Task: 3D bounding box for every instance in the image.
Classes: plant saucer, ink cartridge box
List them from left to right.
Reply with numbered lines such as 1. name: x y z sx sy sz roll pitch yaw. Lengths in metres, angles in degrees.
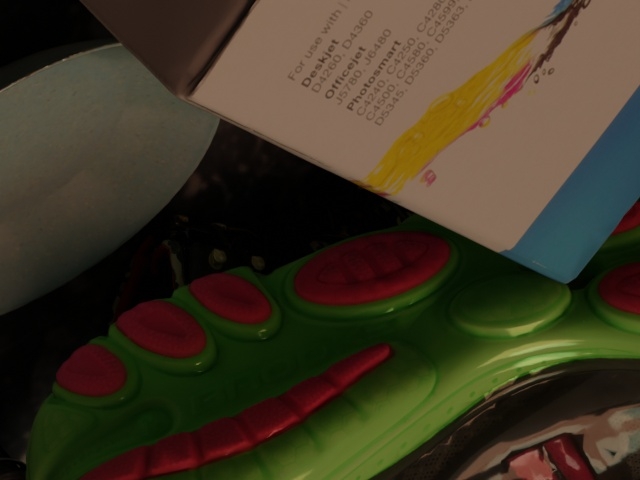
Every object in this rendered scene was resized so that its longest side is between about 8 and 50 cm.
1. plant saucer: -0.133 -0.033 0.673 0.195 0.037 0.195 -34 161 -13
2. ink cartridge box: 0.035 -0.140 0.627 0.270 0.198 0.197 22 108 -49

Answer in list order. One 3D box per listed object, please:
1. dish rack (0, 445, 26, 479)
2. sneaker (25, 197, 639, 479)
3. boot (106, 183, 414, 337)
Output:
1. dish rack: -0.257 0.222 0.789 0.271 0.074 0.208 -30 137 -17
2. sneaker: 0.090 0.084 0.779 0.483 0.185 0.202 -14 135 -13
3. boot: 0.000 0.002 0.814 0.178 0.085 0.236 11 115 -42
